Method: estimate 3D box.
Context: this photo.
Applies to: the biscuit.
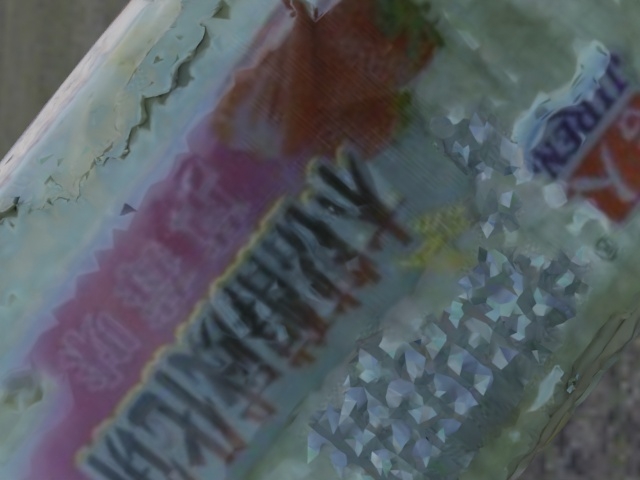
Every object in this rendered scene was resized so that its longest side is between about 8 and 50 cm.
[{"bbox_3d":[0.003,0.003,0.443,0.309,0.186,0.079,-51,7,-3],"label":"biscuit"}]
